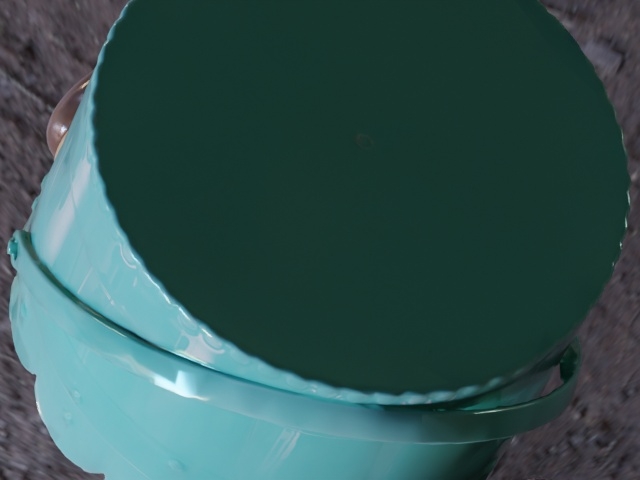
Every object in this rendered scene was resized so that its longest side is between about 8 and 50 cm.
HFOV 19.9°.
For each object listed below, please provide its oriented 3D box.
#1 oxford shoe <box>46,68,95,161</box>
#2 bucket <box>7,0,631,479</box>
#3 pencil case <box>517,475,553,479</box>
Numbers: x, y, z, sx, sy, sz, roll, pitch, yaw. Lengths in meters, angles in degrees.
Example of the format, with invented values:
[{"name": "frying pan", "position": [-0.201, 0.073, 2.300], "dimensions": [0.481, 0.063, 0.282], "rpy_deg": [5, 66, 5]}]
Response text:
[{"name": "oxford shoe", "position": [-0.096, -0.149, 1.321], "dimensions": [0.133, 0.130, 0.364], "rpy_deg": [39, 41, 10]}, {"name": "bucket", "position": [0.000, 0.000, 0.846], "dimensions": [0.281, 0.183, 0.281], "rpy_deg": [6, 61, -11]}, {"name": "pencil case", "position": [-0.008, 0.251, 0.888], "dimensions": [0.386, 0.167, 0.160], "rpy_deg": [-20, 40, -31]}]
